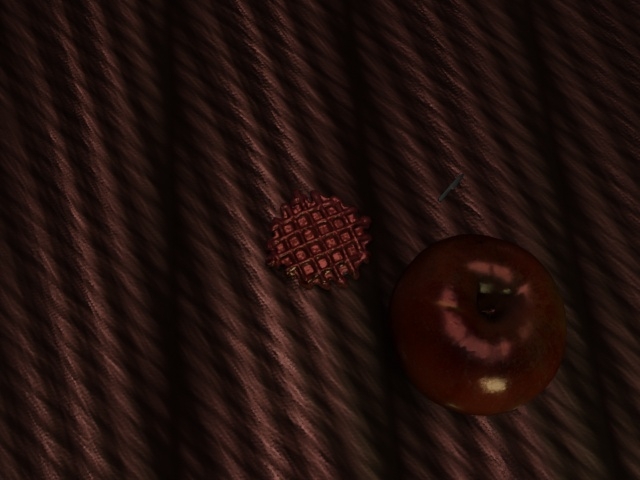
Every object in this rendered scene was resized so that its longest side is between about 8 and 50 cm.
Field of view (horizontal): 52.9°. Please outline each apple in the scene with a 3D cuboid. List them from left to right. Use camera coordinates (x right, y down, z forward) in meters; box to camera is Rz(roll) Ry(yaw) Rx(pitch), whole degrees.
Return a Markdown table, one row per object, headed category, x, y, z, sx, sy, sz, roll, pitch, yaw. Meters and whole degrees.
| category | x | y | z | sx | sy | sz | roll | pitch | yaw |
| --- | --- | --- | --- | --- | --- | --- | --- | --- | --- |
| apple | 0.300 | 0.166 | 1.260 | 0.349 | 0.277 | 0.348 | 1 | 71 | -3 |

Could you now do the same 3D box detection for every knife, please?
| category | x | y | z | sx | sy | sz | roll | pitch | yaw |
| --- | --- | --- | --- | --- | --- | --- | --- | --- | --- |
| knife | 0.303 | -0.122 | 1.481 | 0.014 | 0.005 | 0.091 | 39 | 76 | 11 |

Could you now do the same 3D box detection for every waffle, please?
| category | x | y | z | sx | sy | sz | roll | pitch | yaw |
| --- | --- | --- | --- | --- | --- | --- | --- | --- | --- |
| waffle | 0.000 | 0.000 | 1.415 | 0.234 | 0.055 | 0.221 | 22 | 75 | 4 |
